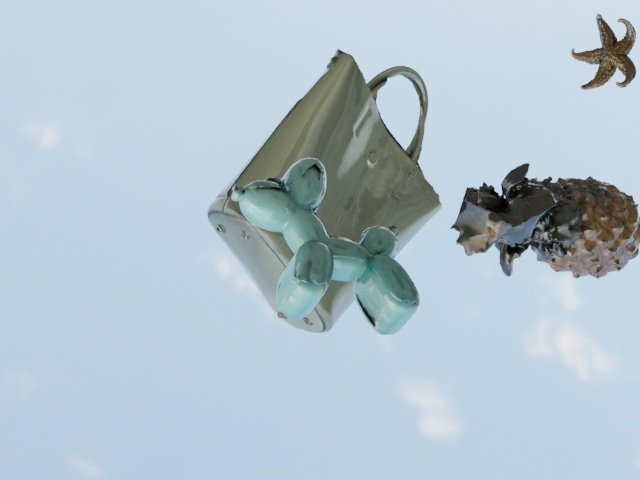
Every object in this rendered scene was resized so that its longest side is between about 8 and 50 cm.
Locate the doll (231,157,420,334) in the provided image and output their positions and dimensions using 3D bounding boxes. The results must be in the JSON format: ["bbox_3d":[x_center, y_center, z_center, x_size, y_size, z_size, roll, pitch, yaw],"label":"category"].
[{"bbox_3d":[0.000,0.000,1.567,0.159,0.059,0.158,15,-137,-22],"label":"doll"}]

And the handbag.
[{"bbox_3d":[0.035,-0.068,2.046,0.315,0.241,0.109,-47,-145,-20],"label":"handbag"}]

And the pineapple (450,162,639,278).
[{"bbox_3d":[0.224,-0.020,1.866,0.237,0.119,0.111,4,-157,-48],"label":"pineapple"}]

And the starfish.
[{"bbox_3d":[0.315,-0.201,2.044,0.078,0.091,0.028,34,-179,25],"label":"starfish"}]
